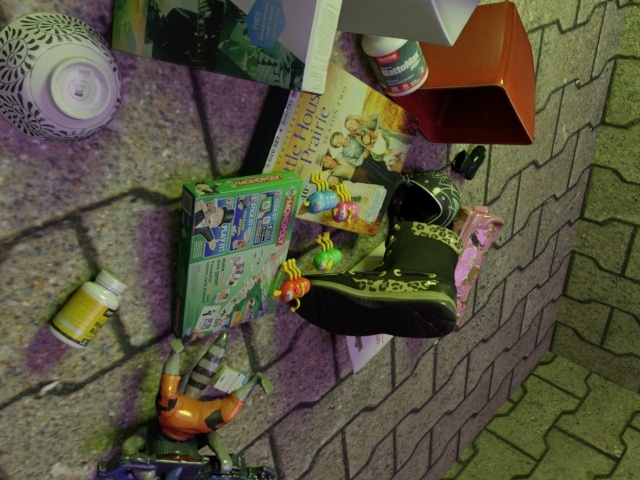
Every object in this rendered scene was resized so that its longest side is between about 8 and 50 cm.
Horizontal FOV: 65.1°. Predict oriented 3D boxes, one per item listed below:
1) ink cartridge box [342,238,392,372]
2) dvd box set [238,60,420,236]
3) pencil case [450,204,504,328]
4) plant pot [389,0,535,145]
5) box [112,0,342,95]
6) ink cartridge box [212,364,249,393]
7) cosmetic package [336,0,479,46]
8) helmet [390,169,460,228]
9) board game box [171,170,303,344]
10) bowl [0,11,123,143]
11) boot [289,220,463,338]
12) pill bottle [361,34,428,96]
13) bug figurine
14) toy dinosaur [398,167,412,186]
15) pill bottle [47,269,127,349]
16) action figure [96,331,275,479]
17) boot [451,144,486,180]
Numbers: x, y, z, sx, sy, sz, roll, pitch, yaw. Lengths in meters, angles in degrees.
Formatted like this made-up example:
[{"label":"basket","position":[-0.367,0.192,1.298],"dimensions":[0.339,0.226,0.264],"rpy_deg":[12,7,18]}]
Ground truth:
[{"label":"ink cartridge box","position":[0.151,0.153,1.321],"dimensions":[0.353,0.119,0.207],"rpy_deg":[-38,134,-30]},{"label":"dvd box set","position":[0.036,-0.183,1.058],"dimensions":[0.421,0.062,0.307],"rpy_deg":[13,101,-50]},{"label":"pencil case","position":[0.429,0.076,1.560],"dimensions":[0.160,0.167,0.385],"rpy_deg":[23,93,-15]},{"label":"plant pot","position":[0.355,-0.389,1.168],"dimensions":[0.267,0.268,0.235],"rpy_deg":[28,75,-51]},{"label":"box","position":[-0.119,-0.323,0.609],"dimensions":[0.058,0.322,0.232],"rpy_deg":[-14,120,-58]},{"label":"ink cartridge box","position":[-0.200,0.302,1.087],"dimensions":[0.048,0.028,0.083],"rpy_deg":[-57,140,-9]},{"label":"cosmetic package","position":[0.102,-0.561,0.719],"dimensions":[0.393,0.329,0.327],"rpy_deg":[-59,142,-5]},{"label":"helmet","position":[0.279,-0.099,1.296],"dimensions":[0.169,0.169,0.161],"rpy_deg":[7,119,-49]},{"label":"board game box","position":[-0.156,0.032,0.919],"dimensions":[0.214,0.046,0.317],"rpy_deg":[-14,132,-39]},{"label":"bowl","position":[-0.321,-0.199,0.645],"dimensions":[0.170,0.080,0.170],"rpy_deg":[-26,128,-38]},{"label":"boot","position":[0.138,0.077,1.148],"dimensions":[0.284,0.378,0.138],"rpy_deg":[-58,140,-48]},{"label":"pill bottle","position":[0.145,-0.396,1.029],"dimensions":[0.108,0.108,0.180],"rpy_deg":[-55,139,-11]},{"label":"bug figurine","position":[0.000,0.000,0.985],"dimensions":[0.216,0.072,0.278],"rpy_deg":[-25,138,-57]},{"label":"toy dinosaur","position":[0.204,-0.170,1.237],"dimensions":[0.047,0.082,0.090],"rpy_deg":[10,143,-25]},{"label":"pill bottle","position":[-0.358,0.105,0.779],"dimensions":[0.116,0.065,0.065],"rpy_deg":[-54,140,-11]},{"label":"action figure","position":[-0.223,0.360,0.966],"dimensions":[0.341,0.178,0.330],"rpy_deg":[25,109,-29]},{"label":"boot","position":[0.440,-0.242,1.489],"dimensions":[0.099,0.045,0.121],"rpy_deg":[22,94,-48]}]
